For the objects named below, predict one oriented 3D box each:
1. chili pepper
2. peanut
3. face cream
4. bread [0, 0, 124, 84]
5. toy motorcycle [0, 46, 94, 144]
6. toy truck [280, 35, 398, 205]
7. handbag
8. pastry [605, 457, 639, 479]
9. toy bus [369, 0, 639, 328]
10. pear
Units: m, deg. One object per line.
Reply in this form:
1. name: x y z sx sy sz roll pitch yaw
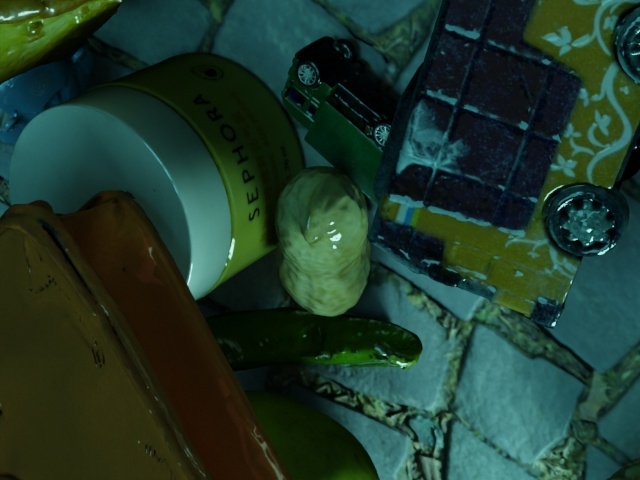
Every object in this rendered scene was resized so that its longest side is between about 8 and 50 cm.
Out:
1. chili pepper: -0.042 0.101 1.462 0.359 0.076 0.085 -7 150 41
2. peanut: 0.000 0.000 1.343 0.099 0.099 0.214 37 167 17
3. face cream: -0.151 -0.050 1.401 0.218 0.179 0.218 16 120 30
4. bread: -0.321 -0.275 1.299 0.337 0.358 0.204 40 127 13
5. toy motorcycle: -0.326 -0.191 1.471 0.272 0.123 0.182 44 170 -8
6. toy truck: 0.034 -0.109 1.316 0.147 0.065 0.079 43 133 10
7. handbag: -0.189 0.183 1.296 0.303 0.116 0.410 -43 71 39
8. pastry: 0.341 0.303 1.209 0.330 0.136 0.329 33 137 37
9. toy bus: 0.167 -0.115 1.127 0.194 0.162 0.323 21 124 6
10. pear: -0.076 0.274 1.460 0.307 0.253 0.253 -13 103 51
